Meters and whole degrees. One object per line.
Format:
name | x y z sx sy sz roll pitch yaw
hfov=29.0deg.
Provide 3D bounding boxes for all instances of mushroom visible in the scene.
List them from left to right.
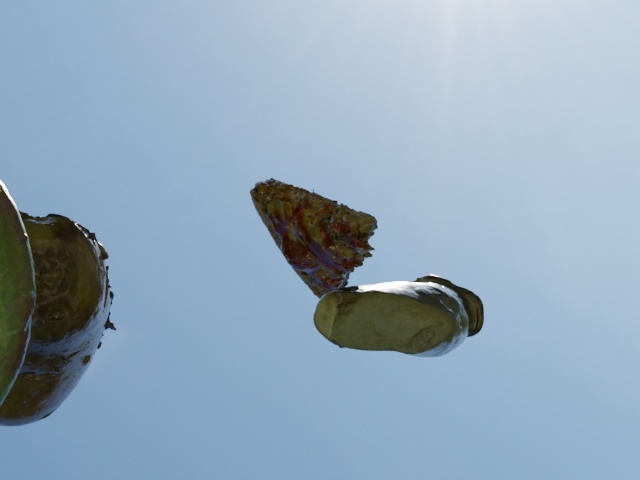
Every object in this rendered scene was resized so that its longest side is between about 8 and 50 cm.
mushroom | 0.097 0.089 1.402 0.333 0.107 0.087 3 -75 -66

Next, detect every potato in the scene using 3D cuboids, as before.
potato | -0.240 0.075 0.983 0.164 0.200 0.081 9 -142 -19

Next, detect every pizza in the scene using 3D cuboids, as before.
pizza | 0.000 0.000 1.478 0.062 0.199 0.188 -43 -76 -29

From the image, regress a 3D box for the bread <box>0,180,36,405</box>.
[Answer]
bread | -0.342 0.041 0.812 0.301 0.045 0.301 0 -87 -8
